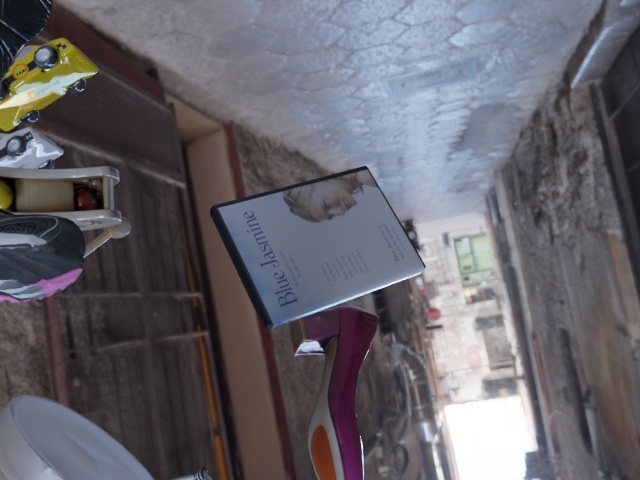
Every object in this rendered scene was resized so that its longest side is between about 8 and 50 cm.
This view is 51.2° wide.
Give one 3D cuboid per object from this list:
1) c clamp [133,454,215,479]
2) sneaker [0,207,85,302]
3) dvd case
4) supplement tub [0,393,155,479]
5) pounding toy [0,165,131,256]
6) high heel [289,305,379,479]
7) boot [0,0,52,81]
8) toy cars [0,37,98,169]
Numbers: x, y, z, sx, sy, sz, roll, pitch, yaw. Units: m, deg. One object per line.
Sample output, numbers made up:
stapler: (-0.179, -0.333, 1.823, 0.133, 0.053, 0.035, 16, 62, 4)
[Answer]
c clamp: (-0.231, 0.410, 1.087, 0.161, 0.137, 0.022, -14, 175, 20)
sneaker: (-0.229, -0.010, 0.415, 0.178, 0.077, 0.072, -1, 152, 13)
dvd case: (0.000, 0.000, 0.900, 0.253, 0.180, 0.022, -18, 159, -28)
supplement tub: (-0.339, 0.349, 0.670, 0.331, 0.241, 0.241, -50, 180, -8)
pounding toy: (-0.378, -0.025, 0.975, 0.154, 0.154, 0.270, -10, 172, 43)
high heel: (0.067, 0.279, 1.164, 0.181, 0.377, 0.127, 2, 149, -24)
boot: (-0.302, -0.187, 0.629, 0.045, 0.121, 0.099, 31, 172, -31)
toy cars: (-0.518, -0.207, 1.136, 0.176, 0.087, 0.393, -15, 156, -45)
